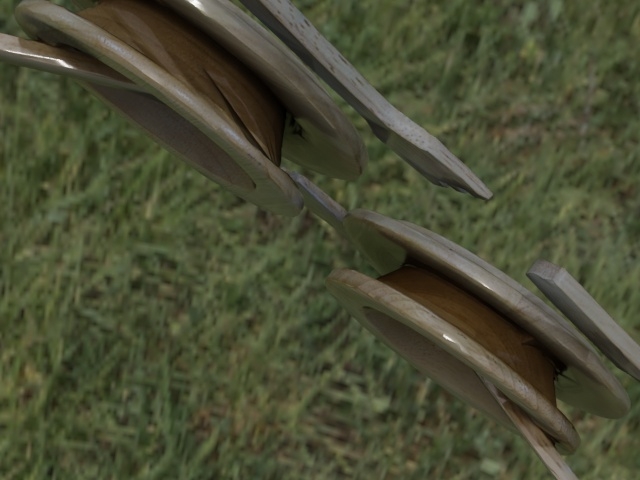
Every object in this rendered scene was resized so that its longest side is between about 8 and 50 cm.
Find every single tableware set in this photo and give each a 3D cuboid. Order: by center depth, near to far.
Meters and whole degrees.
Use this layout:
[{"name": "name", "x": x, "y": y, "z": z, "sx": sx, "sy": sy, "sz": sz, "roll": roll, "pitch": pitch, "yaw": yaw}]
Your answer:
[{"name": "tableware set", "x": 0.000, "y": 0.000, "z": 0.394, "sx": 0.039, "sy": 0.194, "sz": 0.128, "roll": -54, "pitch": 33, "yaw": -8}]
